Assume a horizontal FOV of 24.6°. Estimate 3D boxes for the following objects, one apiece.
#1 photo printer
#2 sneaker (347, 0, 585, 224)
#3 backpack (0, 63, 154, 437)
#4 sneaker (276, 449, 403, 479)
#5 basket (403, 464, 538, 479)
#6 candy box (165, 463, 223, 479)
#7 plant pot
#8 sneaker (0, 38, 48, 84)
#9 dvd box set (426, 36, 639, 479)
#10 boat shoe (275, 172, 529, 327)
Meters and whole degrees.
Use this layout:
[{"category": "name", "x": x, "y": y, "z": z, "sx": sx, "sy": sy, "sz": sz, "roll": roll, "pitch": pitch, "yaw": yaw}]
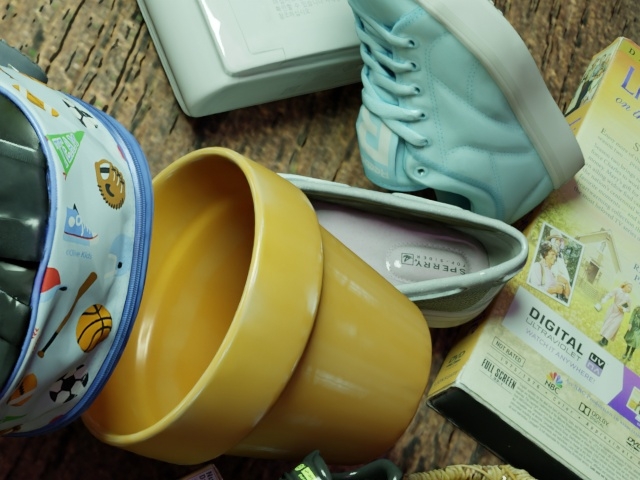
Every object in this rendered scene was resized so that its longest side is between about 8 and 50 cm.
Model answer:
[{"category": "photo printer", "x": -0.052, "y": -0.271, "z": 1.220, "sx": 0.256, "sy": 0.107, "sz": 0.307, "roll": -17, "pitch": 80, "yaw": -33}, {"category": "sneaker", "x": 0.083, "y": -0.110, "z": 1.141, "sx": 0.150, "sy": 0.135, "sz": 0.366, "roll": -45, "pitch": 133, "yaw": 0}, {"category": "backpack", "x": -0.231, "y": 0.006, "z": 0.896, "sx": 0.213, "sy": 0.263, "sz": 0.276, "roll": 3, "pitch": 100, "yaw": -54}, {"category": "sneaker", "x": -0.026, "y": 0.172, "z": 0.942, "sx": 0.188, "sy": 0.078, "sz": 0.067, "roll": -3, "pitch": 30, "yaw": -34}, {"category": "basket", "x": 0.093, "y": 0.258, "z": 1.033, "sx": 0.299, "sy": 0.213, "sz": 0.223, "roll": 1, "pitch": 72, "yaw": -29}, {"category": "candy box", "x": -0.158, "y": 0.214, "z": 0.973, "sx": 0.186, "sy": 0.109, "sz": 0.053, "roll": -21, "pitch": 84, "yaw": -34}, {"category": "plant pot", "x": -0.034, "y": 0.067, "z": 0.994, "sx": 0.188, "sy": 0.205, "sz": 0.205, "roll": 26, "pitch": 60, "yaw": -33}, {"category": "sneaker", "x": -0.353, "y": -0.120, "z": 1.011, "sx": 0.319, "sy": 0.112, "sz": 0.131, "roll": 17, "pitch": 82, "yaw": -21}, {"category": "dvd box set", "x": 0.301, "y": 0.057, "z": 1.319, "sx": 0.307, "sy": 0.062, "sz": 0.420, "roll": 37, "pitch": 58, "yaw": -12}, {"category": "boat shoe", "x": 0.001, "y": 0.003, "z": 1.138, "sx": 0.320, "sy": 0.103, "sz": 0.118, "roll": 9, "pitch": 67, "yaw": -17}]
